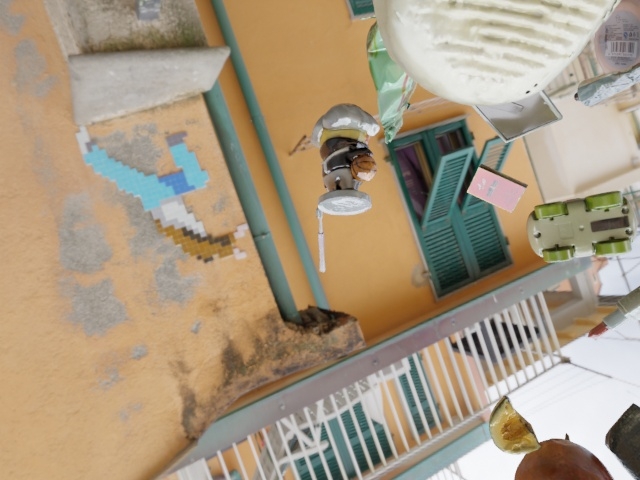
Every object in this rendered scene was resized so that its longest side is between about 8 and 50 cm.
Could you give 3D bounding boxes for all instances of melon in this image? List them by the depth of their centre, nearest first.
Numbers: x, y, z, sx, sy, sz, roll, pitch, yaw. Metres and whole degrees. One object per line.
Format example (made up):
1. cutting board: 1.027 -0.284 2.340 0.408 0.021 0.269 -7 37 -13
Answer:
1. melon: 0.535 0.533 1.152 0.128 0.160 0.079 -33 175 -6

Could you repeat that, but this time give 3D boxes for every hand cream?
1. hand cream: 0.545 -0.271 0.656 0.075 0.052 0.248 7 179 -29

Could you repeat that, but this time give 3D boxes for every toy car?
1. toy car: 0.646 -0.036 1.017 0.235 0.145 0.235 -10 180 0

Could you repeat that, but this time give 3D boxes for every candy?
1. candy: 0.244 -0.550 1.338 0.172 0.398 0.263 15 -146 31

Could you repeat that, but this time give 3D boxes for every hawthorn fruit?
1. hawthorn fruit: 0.730 0.716 1.188 0.277 0.277 0.298 -18 -151 39

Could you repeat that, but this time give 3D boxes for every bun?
1. bun: 0.238 -0.389 0.570 0.359 0.360 0.211 -18 -151 24

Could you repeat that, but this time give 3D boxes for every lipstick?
1. lipstick: 0.478 0.116 0.632 0.129 0.030 0.030 -53 -164 31

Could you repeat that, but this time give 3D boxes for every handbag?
1. handbag: 0.972 0.631 1.160 0.175 0.270 0.088 -45 151 10

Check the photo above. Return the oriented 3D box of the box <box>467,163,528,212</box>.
1. box: 0.477 -0.141 1.088 0.023 0.133 0.090 -45 158 -39

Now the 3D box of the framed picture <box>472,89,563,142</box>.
1. framed picture: 0.472 -0.333 0.988 0.150 0.203 0.015 -21 -137 50

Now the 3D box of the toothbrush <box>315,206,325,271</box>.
1. toothbrush: 0.001 -0.001 1.014 0.014 0.194 0.017 14 -142 24

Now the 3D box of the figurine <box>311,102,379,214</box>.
1. figurine: 0.057 -0.189 0.886 0.133 0.236 0.176 10 161 -32

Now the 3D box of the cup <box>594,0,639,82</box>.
1. cup: 0.675 -0.446 0.800 0.200 0.253 0.191 -19 147 2
